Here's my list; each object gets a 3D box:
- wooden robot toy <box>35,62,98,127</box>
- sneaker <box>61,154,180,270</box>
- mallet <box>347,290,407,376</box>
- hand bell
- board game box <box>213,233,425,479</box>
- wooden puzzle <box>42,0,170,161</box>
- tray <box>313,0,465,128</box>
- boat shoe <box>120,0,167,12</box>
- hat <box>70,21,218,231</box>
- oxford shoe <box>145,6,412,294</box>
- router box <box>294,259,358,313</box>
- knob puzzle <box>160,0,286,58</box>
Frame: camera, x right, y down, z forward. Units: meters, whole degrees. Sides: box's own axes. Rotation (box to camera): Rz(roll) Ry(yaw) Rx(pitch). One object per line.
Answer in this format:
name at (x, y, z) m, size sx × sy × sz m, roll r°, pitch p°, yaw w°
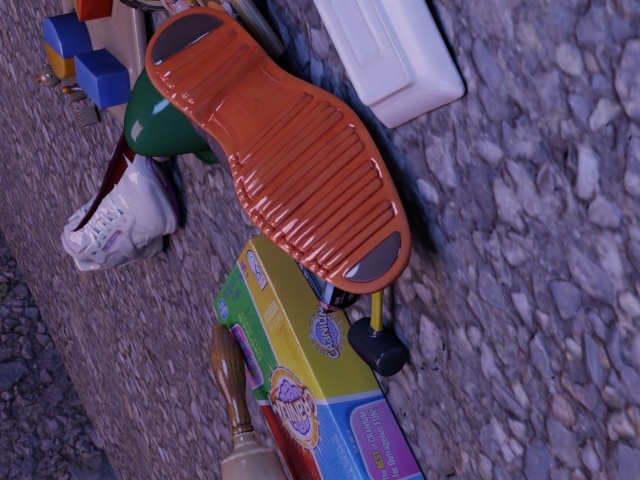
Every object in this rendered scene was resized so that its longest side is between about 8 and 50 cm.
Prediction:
wooden robot toy at (-0.416, -0.259, 1.935) m, size 0.076 × 0.079 × 0.173 m, roll 27°, pitch 133°, yaw 60°
sneaker at (-0.291, -0.025, 1.752) m, size 0.114 × 0.152 × 0.305 m, roll 62°, pitch 157°, yaw 15°
mallet at (0.059, 0.048, 1.141) m, size 0.062 × 0.039 × 0.189 m, roll 49°, pitch 147°, yaw 40°
hand bell at (-0.095, 0.214, 1.420) m, size 0.126 × 0.126 × 0.242 m, roll 121°, pitch 136°, yaw -64°
board game box at (-0.011, 0.165, 1.370) m, size 0.316 × 0.064 × 0.242 m, roll 64°, pitch 158°, yaw 13°
wooden puzzle at (-0.320, -0.305, 1.659) m, size 0.322 × 0.080 × 0.347 m, roll 42°, pitch 146°, yaw 49°
tray at (0.017, -0.218, 0.962) m, size 0.270 × 0.030 × 0.145 m, roll 64°, pitch 160°, yaw -4°
boat shoe at (-0.204, -0.297, 1.436) m, size 0.152 × 0.056 × 0.049 m, roll 34°, pitch 165°, yaw 47°
hat at (-0.232, -0.138, 1.456) m, size 0.173 × 0.184 × 0.208 m, roll 0°, pitch 109°, yaw 67°
oxford shoe at (-0.024, -0.076, 1.131) m, size 0.363 × 0.130 × 0.133 m, roll 53°, pitch 180°, yaw 32°
router box at (0.000, 0.000, 1.227) m, size 0.122 × 0.038 × 0.092 m, roll 58°, pitch 156°, yaw 26°
knob puzzle at (-0.132, -0.248, 1.241) m, size 0.213 × 0.030 × 0.213 m, roll 42°, pitch 162°, yaw 17°
